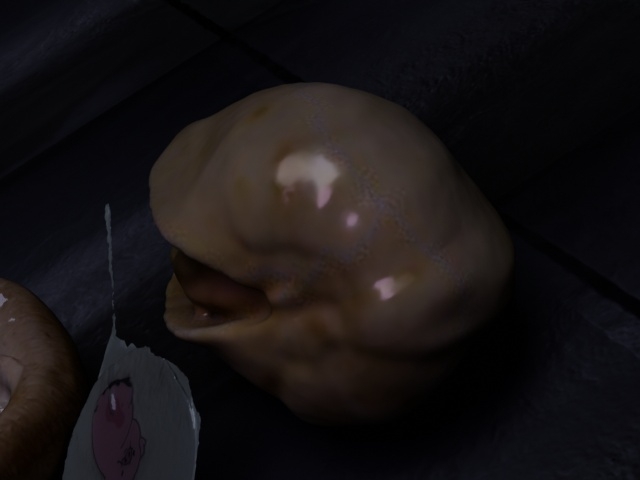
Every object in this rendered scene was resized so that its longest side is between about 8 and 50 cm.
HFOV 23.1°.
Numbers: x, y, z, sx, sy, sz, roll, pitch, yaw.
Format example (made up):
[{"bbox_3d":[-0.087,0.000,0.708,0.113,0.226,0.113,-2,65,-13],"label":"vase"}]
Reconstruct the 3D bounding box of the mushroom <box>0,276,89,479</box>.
[{"bbox_3d":[-0.310,0.124,1.178,0.278,0.146,0.278,1,38,0],"label":"mushroom"}]

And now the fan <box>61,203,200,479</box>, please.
[{"bbox_3d":[-0.144,0.100,1.101,0.182,0.010,0.310,-40,46,37],"label":"fan"}]

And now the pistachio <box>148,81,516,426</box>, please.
[{"bbox_3d":[0.000,0.000,1.094,0.238,0.229,0.321,-8,20,-25],"label":"pistachio"}]
